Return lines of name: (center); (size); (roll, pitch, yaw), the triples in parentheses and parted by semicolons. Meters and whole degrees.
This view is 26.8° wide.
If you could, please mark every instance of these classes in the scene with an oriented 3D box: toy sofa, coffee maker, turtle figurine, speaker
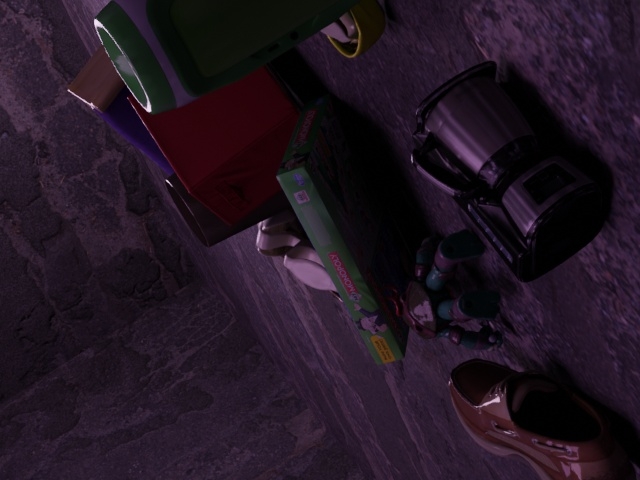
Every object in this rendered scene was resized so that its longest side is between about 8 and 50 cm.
toy sofa: (-0.244, -0.196, 2.315); (0.177, 0.150, 0.362); (33, 173, 45)
coffee maker: (0.185, -0.059, 1.282); (0.178, 0.120, 0.171); (53, -168, 25)
turtle figurine: (0.162, 0.078, 1.731); (0.175, 0.118, 0.234); (55, 163, 10)
speaker: (-0.067, -0.244, 1.312); (0.131, 0.296, 0.131); (54, 168, 16)

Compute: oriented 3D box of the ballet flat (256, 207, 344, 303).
ballet flat: (-0.023, 0.012, 2.150); (0.342, 0.124, 0.116); (37, 126, 37)

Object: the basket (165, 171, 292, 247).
basket: (-0.119, -0.102, 2.126); (0.204, 0.227, 0.154); (48, 166, 41)

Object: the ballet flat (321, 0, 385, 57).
ballet flat: (-0.014, -0.287, 1.426); (0.077, 0.077, 0.231); (-11, 129, 48)

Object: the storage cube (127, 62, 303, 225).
storage cube: (-0.128, -0.167, 1.957); (0.215, 0.193, 0.183); (55, -176, 22)

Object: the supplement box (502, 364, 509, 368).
supplement box: (0.272, 0.222, 1.834); (0.098, 0.036, 0.062); (42, 161, 55)

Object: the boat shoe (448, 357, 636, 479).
boat shoe: (0.267, 0.211, 1.657); (0.324, 0.123, 0.116); (30, 145, 54)

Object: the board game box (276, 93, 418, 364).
board game box: (0.046, -0.017, 1.840); (0.317, 0.046, 0.213); (62, -156, -25)
